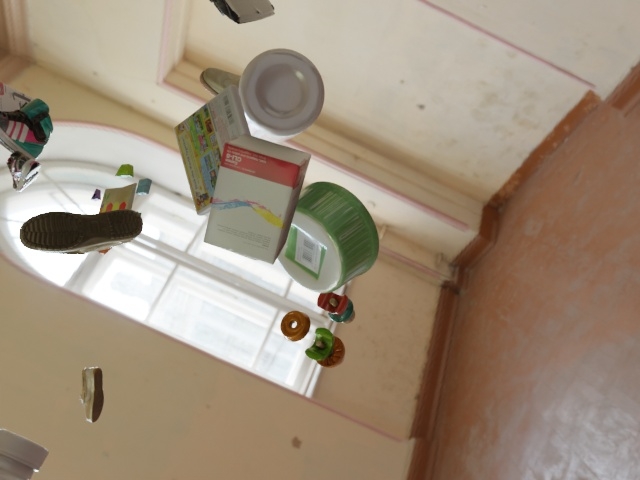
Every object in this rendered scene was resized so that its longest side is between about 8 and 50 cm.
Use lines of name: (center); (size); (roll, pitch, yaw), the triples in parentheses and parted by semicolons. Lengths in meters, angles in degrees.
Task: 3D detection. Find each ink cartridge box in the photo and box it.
ink cartridge box: (-1.074, -0.439, 1.972); (0.218, 0.092, 0.159); (29, -135, -66)
ink cartridge box: (-0.105, -0.072, 0.958); (0.128, 0.127, 0.176); (-68, -6, -72)

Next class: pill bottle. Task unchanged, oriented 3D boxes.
pill bottle: (-0.131, -0.406, 1.663); (0.229, 0.229, 0.407); (-65, 12, 2)
pill bottle: (-0.605, 0.482, 1.000); (0.152, 0.152, 0.272); (119, 175, -57)

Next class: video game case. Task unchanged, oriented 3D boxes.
video game case: (-0.232, -0.197, 1.273); (0.206, 0.227, 0.026); (-25, -13, 34)

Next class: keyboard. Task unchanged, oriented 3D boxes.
keyboard: (-0.174, -0.469, 0.996); (0.033, 0.201, 0.317); (-33, 16, 19)

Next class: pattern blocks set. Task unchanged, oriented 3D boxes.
pattern blocks set: (-0.625, -0.097, 1.732); (0.325, 0.026, 0.285); (11, 81, 44)

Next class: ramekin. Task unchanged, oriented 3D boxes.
ramekin: (0.000, 0.000, 1.600); (0.148, 0.303, 0.303); (-36, -18, -40)

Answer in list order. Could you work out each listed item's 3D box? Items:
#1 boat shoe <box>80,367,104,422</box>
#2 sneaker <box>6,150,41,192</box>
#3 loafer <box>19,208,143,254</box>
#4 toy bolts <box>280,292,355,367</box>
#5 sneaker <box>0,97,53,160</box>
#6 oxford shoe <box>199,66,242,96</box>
boat shoe: (-0.702, 0.468, 1.735); (0.063, 0.059, 0.170); (-11, -75, -78)
sneaker: (-0.837, -0.201, 1.589); (0.178, 0.077, 0.072); (-31, 20, 48)
loafer: (-0.549, -0.012, 1.321); (0.092, 0.268, 0.102); (120, 145, -67)
toy bolts: (0.013, 0.272, 1.809); (0.228, 0.218, 0.158); (-59, -35, -13)
sneaker: (-0.924, -0.376, 1.732); (0.178, 0.123, 0.295); (-57, -21, -16)
oxford shoe: (-0.225, -0.541, 2.015); (0.146, 0.397, 0.140); (126, 155, -50)
